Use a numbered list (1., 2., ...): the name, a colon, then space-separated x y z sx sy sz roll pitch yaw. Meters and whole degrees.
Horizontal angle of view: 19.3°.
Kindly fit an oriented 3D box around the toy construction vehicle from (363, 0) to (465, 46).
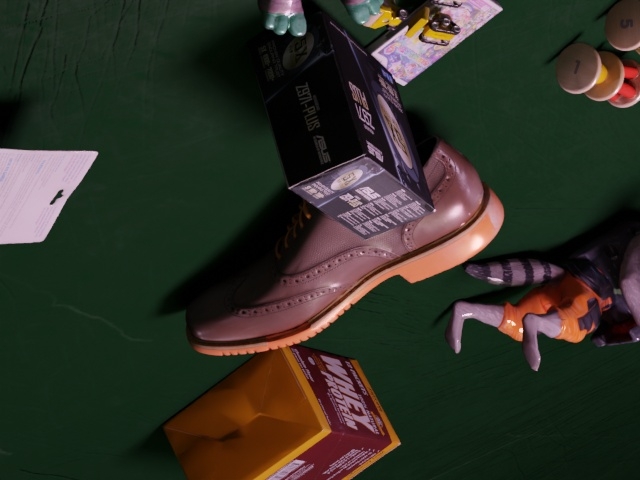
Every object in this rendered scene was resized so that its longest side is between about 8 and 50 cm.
1. toy construction vehicle: 0.089 -0.214 1.675 0.098 0.035 0.086 5 151 -26

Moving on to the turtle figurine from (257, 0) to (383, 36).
1. turtle figurine: 0.041 -0.240 1.483 0.175 0.118 0.234 4 161 -21

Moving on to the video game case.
1. video game case: 0.103 -0.194 1.757 0.122 0.011 0.087 -37 154 19

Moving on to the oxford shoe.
1. oxford shoe: 0.000 0.000 1.943 0.364 0.130 0.132 -27 123 15

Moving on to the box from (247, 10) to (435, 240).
1. box: 0.021 -0.099 1.680 0.077 0.147 0.180 -22 157 17

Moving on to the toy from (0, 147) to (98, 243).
1. toy: -0.319 -0.053 1.545 0.237 0.056 0.137 -3 149 -34

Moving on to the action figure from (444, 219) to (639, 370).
1. action figure: 0.355 0.051 2.303 0.330 0.178 0.341 -22 180 -24

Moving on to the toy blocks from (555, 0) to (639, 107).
1. toy blocks: 0.327 -0.189 1.945 0.123 0.054 0.148 -41 152 27

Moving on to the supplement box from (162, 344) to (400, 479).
1. supplement box: -0.045 0.237 2.290 0.191 0.129 0.194 -37 154 18
